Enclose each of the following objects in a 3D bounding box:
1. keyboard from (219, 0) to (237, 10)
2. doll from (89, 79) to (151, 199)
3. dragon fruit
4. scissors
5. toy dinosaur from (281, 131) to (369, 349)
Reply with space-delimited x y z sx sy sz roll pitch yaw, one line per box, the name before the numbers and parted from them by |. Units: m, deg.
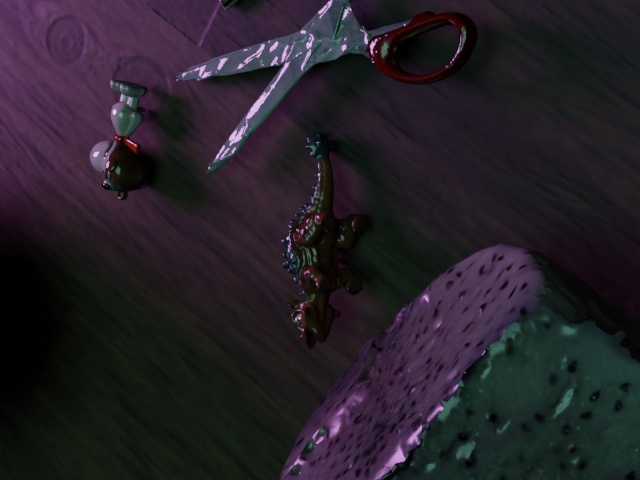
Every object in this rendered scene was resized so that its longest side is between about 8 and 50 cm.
keyboard | -0.038 -0.219 1.141 0.129 0.015 0.049 -35 78 33
doll | -0.148 -0.077 1.228 0.058 0.040 0.085 45 120 32
dragon fruit | 0.113 0.158 1.001 0.221 0.204 0.283 36 102 -6
scissors | -0.007 -0.135 1.123 0.248 0.017 0.144 -29 72 34
toy dinosaur | 0.000 0.000 1.132 0.055 0.049 0.154 -1 86 50
